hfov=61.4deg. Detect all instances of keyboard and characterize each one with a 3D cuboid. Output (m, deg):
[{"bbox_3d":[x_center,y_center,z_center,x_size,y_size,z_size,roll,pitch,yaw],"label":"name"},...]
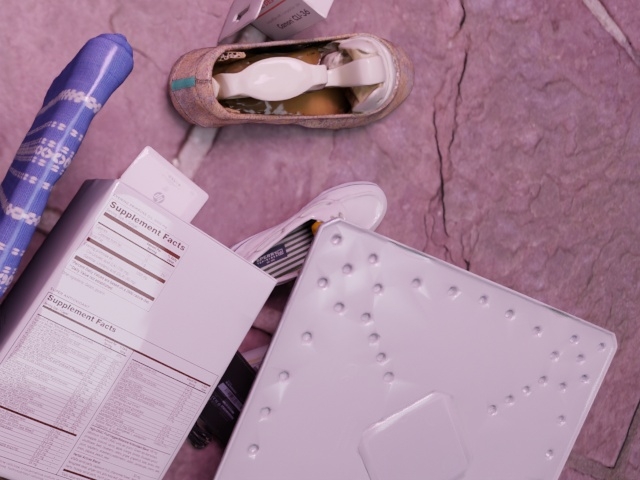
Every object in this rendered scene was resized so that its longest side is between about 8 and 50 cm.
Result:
[{"bbox_3d":[-0.109,0.178,0.589,0.108,0.023,0.180,-36,105,1],"label":"keyboard"}]

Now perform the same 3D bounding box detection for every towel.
[{"bbox_3d":[-0.235,0.017,0.393,0.040,0.243,0.336,27,82,-31],"label":"towel"}]

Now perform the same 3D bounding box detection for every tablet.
[{"bbox_3d":[-0.163,-0.051,0.560,0.083,0.006,0.054,41,76,-25],"label":"tablet"}]

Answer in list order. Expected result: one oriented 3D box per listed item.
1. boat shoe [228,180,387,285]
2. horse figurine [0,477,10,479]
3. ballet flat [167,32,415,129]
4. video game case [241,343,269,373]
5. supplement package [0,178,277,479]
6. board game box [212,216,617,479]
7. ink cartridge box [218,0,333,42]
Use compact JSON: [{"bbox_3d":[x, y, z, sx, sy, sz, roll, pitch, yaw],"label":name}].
[{"bbox_3d":[0.000,0.000,0.615,0.226,0.075,0.083,-32,109,-23],"label":"boat shoe"},{"bbox_3d":[-0.277,0.315,0.501,0.263,0.066,0.174,41,82,-23],"label":"horse figurine"},{"bbox_3d":[0.001,-0.170,0.582,0.316,0.106,0.108,-17,103,-27],"label":"ballet flat"},{"bbox_3d":[0.028,0.203,0.626,0.206,0.026,0.227,-20,106,4],"label":"video game case"},{"bbox_3d":[-0.179,0.072,0.456,0.149,0.194,0.203,36,78,-28],"label":"supplement package"},{"bbox_3d":[0.094,0.217,0.581,0.389,0.050,0.390,22,94,-20],"label":"board game box"},{"bbox_3d":[-0.022,-0.282,0.553,0.067,0.115,0.198,29,82,-28],"label":"ink cartridge box"}]
